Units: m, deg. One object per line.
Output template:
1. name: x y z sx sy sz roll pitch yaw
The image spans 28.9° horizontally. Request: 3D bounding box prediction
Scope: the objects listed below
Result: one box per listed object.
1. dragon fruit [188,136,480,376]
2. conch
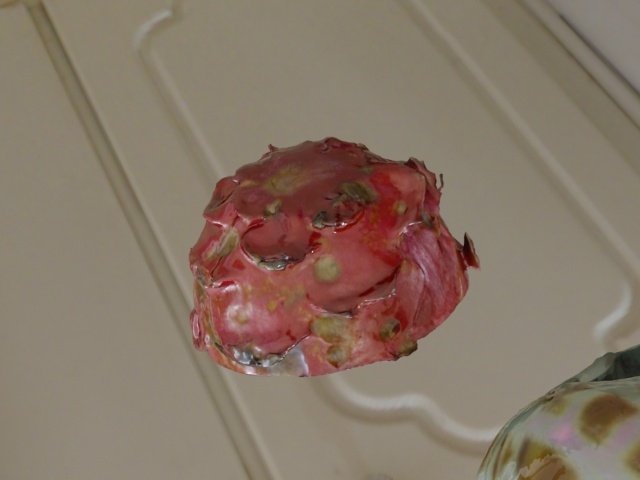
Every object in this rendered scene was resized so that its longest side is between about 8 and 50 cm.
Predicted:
1. dragon fruit: 0.000 0.000 1.582 0.386 0.371 0.249 -18 115 -7
2. conch: 0.242 0.188 0.967 0.368 0.249 0.197 -16 106 -1
